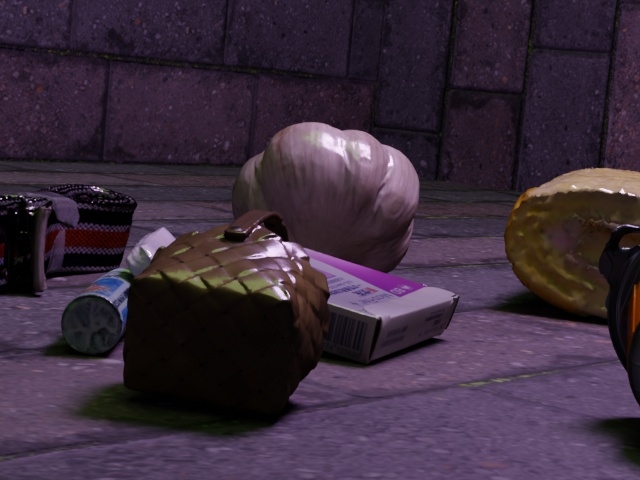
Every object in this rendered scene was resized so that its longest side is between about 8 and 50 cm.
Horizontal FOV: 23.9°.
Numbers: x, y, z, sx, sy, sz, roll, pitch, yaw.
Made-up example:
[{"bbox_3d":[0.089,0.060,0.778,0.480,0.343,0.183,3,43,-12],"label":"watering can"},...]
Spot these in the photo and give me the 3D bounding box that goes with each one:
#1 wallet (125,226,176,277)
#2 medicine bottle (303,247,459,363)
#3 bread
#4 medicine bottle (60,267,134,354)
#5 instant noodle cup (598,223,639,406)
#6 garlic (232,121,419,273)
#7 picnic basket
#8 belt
[{"bbox_3d":[-0.137,0.035,1.389,0.033,0.095,0.190,-34,8,3],"label":"wallet"},{"bbox_3d":[0.013,0.059,1.375,0.171,0.052,0.201,16,10,23],"label":"medicine bottle"},{"bbox_3d":[0.360,-0.002,1.796,0.236,0.165,0.375,12,7,19],"label":"bread"},{"bbox_3d":[-0.180,0.057,1.280,0.051,0.051,0.191,5,5,0],"label":"medicine bottle"},{"bbox_3d":[0.288,0.072,1.068,0.208,0.177,0.125,20,22,11],"label":"instant noodle cup"},{"bbox_3d":[0.000,0.000,1.627,0.218,0.218,0.212,5,47,-1],"label":"garlic"},{"bbox_3d":[-0.060,0.046,1.095,0.138,0.128,0.178,9,24,12],"label":"picnic basket"},{"bbox_3d":[-0.296,-0.007,1.590,0.126,0.094,0.359,6,5,13],"label":"belt"}]
